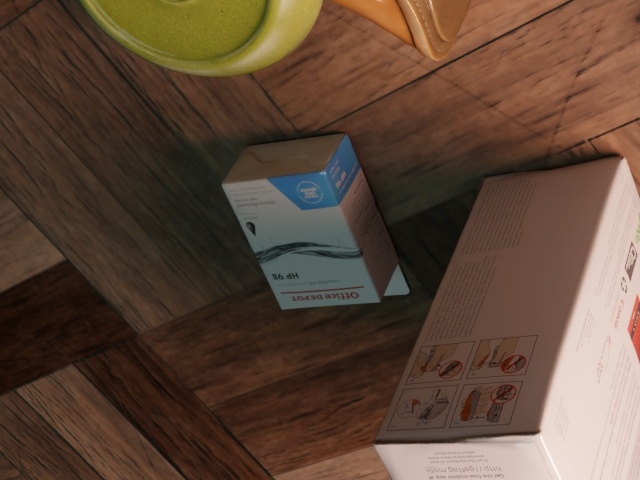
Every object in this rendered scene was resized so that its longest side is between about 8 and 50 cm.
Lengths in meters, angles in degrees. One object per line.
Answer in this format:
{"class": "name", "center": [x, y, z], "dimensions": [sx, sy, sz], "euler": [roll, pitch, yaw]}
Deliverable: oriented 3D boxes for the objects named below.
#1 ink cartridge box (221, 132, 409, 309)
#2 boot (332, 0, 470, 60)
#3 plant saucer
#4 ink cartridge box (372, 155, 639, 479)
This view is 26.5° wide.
{"class": "ink cartridge box", "center": [0.000, 0.000, 1.199], "dimensions": [0.104, 0.060, 0.180], "euler": [-6, 125, 28]}
{"class": "boot", "center": [-0.021, -0.210, 0.940], "dimensions": [0.220, 0.283, 0.109], "euler": [18, 96, 25]}
{"class": "plant saucer", "center": [-0.114, -0.224, 1.076], "dimensions": [0.240, 0.037, 0.241], "euler": [12, 132, 14]}
{"class": "ink cartridge box", "center": [0.189, 0.138, 1.056], "dimensions": [0.130, 0.309, 0.272], "euler": [-8, 124, 31]}
